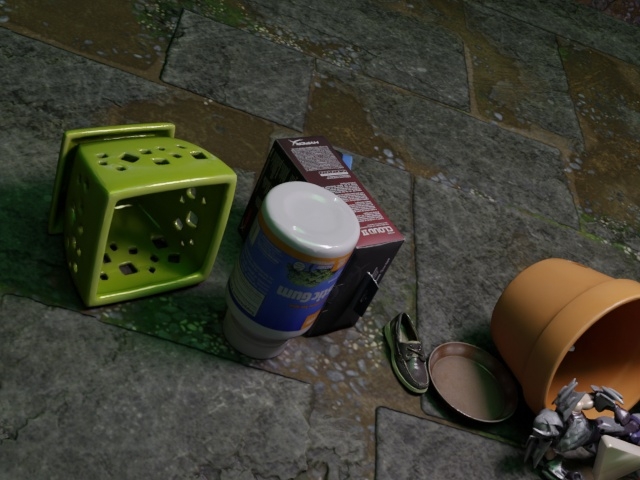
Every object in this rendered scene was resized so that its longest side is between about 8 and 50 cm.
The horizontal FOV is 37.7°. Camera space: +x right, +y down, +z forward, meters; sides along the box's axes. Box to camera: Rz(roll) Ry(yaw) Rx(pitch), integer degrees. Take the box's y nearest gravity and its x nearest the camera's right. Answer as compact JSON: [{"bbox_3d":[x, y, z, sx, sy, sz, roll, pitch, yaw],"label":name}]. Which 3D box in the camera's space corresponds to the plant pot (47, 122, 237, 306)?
[{"bbox_3d":[-0.296,-0.058,1.475,0.227,0.228,0.207,-12,45,-39],"label":"plant pot"}]

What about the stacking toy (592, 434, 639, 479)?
[{"bbox_3d":[0.494,0.350,1.430,0.280,0.308,0.130,5,35,-11],"label":"stacking toy"}]

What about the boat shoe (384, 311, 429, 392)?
[{"bbox_3d":[0.149,0.187,1.585,0.056,0.049,0.152,3,44,-28],"label":"boat shoe"}]

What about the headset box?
[{"bbox_3d":[0.000,0.000,1.576,0.110,0.218,0.293,-9,50,-37],"label":"headset box"}]

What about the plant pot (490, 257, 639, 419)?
[{"bbox_3d":[0.432,0.164,1.616,0.291,0.290,0.203,-3,31,-33],"label":"plant pot"}]

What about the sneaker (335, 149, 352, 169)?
[{"bbox_3d":[0.008,-0.106,1.818,0.091,0.081,0.232,17,32,-8],"label":"sneaker"}]

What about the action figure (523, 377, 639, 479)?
[{"bbox_3d":[0.447,0.315,1.521,0.285,0.185,0.099,14,35,-32],"label":"action figure"}]

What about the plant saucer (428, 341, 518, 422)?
[{"bbox_3d":[0.255,0.246,1.597,0.169,0.029,0.168,17,40,-14],"label":"plant saucer"}]

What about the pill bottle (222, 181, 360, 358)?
[{"bbox_3d":[-0.057,0.055,1.435,0.152,0.272,0.152,16,39,-13],"label":"pill bottle"}]
